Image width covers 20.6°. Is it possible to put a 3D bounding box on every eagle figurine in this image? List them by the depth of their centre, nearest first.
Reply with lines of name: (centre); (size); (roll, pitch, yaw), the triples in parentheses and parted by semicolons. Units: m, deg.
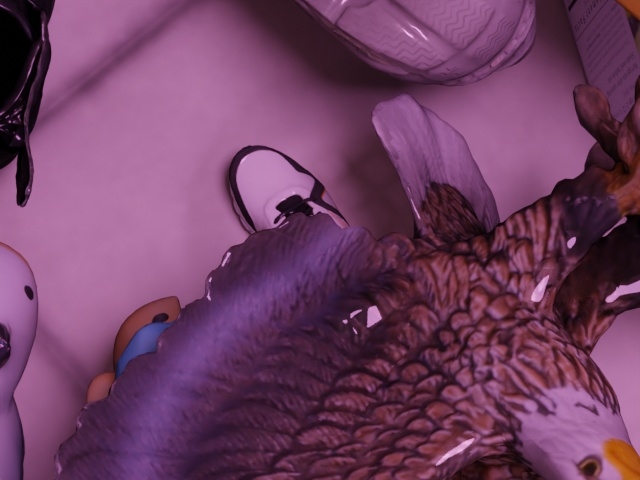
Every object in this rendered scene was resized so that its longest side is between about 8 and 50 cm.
eagle figurine: (0.049, 0.082, 0.651); (0.226, 0.225, 0.298); (40, 86, 5)

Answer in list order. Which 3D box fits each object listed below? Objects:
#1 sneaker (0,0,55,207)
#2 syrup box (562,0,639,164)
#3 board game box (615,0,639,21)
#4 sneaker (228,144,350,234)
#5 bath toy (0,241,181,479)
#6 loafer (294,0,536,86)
sneaker: (-0.135, -0.092, 0.744); (0.051, 0.089, 0.170); (5, 78, -13)
syrup box: (0.159, -0.138, 0.785); (0.093, 0.096, 0.237); (-14, 79, -9)
board game box: (0.273, -0.117, 0.734); (0.316, 0.064, 0.242); (37, 59, -14)
sneaker: (0.000, 0.000, 0.765); (0.040, 0.044, 0.109); (-38, 83, -11)
bath toy: (-0.227, 0.065, 0.683); (0.348, 0.129, 0.151); (3, 78, -5)
loafer: (-0.026, -0.185, 0.776); (0.112, 0.111, 0.319); (-44, 70, 14)
